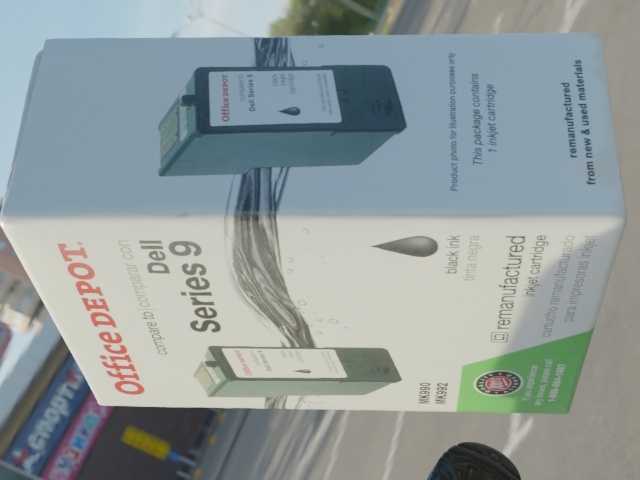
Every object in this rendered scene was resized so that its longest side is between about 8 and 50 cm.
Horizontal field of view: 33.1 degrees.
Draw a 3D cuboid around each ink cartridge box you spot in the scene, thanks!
[{"bbox_3d":[0.000,0.000,0.594,0.211,0.289,0.122,83,-172,-55],"label":"ink cartridge box"}]

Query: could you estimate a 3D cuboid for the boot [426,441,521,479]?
[{"bbox_3d":[0.100,0.336,1.029,0.246,0.094,0.207,-64,-1,-50],"label":"boot"}]
